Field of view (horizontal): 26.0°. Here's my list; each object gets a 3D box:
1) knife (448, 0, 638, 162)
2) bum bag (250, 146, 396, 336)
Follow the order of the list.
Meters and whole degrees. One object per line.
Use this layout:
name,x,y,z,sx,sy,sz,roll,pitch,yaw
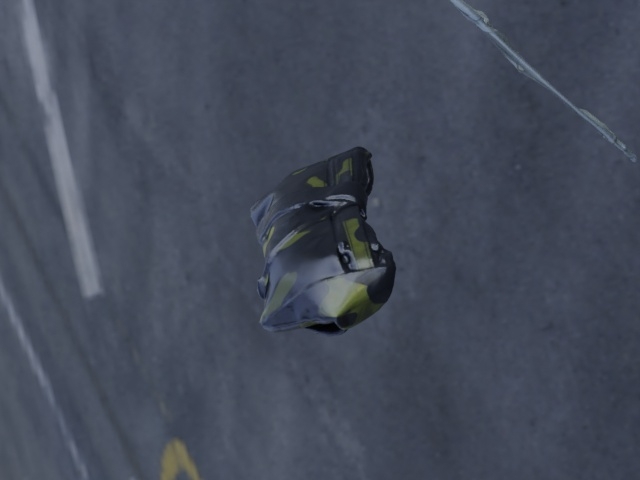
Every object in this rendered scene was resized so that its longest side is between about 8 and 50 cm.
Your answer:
knife,0.041,-0.127,0.622,0.298,0.017,0.047,41,-177,-21
bum bag,0.000,0.000,1.002,0.060,0.106,0.232,59,-168,-24
